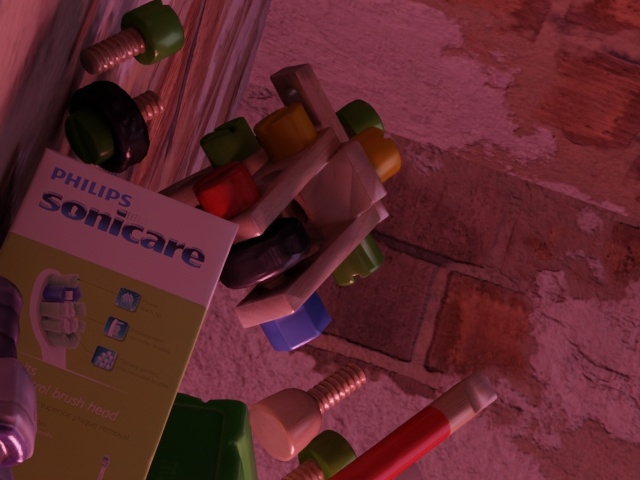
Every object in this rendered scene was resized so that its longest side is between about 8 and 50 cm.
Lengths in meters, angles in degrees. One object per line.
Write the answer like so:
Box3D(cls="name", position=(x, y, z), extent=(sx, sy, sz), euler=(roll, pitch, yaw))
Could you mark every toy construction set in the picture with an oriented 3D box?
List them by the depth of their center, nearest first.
Box3D(cls="toy construction set", position=(0.000, 0.000, 1.235), extent=(0.237, 0.309, 0.257), euler=(-32, 167, -31))

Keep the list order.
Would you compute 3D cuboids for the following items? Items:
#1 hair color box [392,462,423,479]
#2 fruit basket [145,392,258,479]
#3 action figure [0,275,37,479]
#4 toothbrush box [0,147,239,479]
Box3D(cls="hair color box", position=(-0.066, 0.307, 1.243), extent=(0.374, 0.185, 0.113), euler=(-27, 173, -9))
Box3D(cls="fruit basket", position=(-0.186, 0.341, 1.521), extent=(0.392, 0.283, 0.392), euler=(-173, -90, -88))
Box3D(cls="action figure", position=(-0.113, 0.154, 0.623), extent=(0.185, 0.099, 0.285), euler=(89, -17, -51))
Box3D(cls="toothbrush box", position=(-0.160, 0.128, 1.044), extent=(0.206, 0.122, 0.283), euler=(119, -8, -59))
